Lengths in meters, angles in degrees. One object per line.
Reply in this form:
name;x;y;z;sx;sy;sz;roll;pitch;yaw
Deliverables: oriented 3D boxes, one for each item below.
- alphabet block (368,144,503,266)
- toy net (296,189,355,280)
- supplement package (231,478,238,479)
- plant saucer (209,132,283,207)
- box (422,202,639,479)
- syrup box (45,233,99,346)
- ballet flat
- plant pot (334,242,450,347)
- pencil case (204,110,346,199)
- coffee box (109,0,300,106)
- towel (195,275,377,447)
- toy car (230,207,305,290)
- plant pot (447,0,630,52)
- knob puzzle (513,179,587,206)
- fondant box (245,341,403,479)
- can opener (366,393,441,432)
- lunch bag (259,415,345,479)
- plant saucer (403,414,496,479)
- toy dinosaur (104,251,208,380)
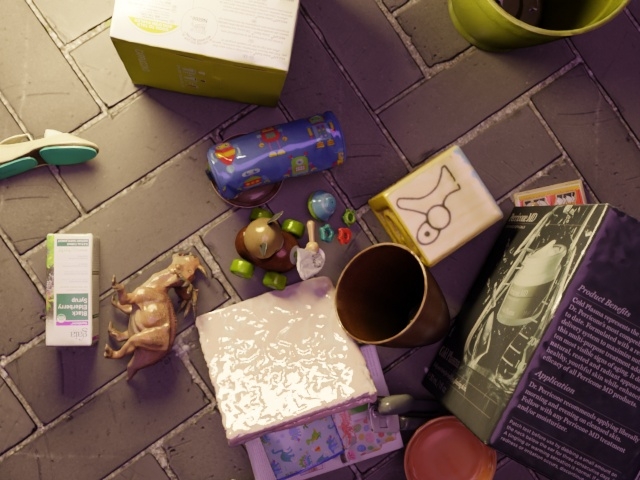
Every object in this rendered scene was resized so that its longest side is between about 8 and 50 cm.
alphabet block;0.247;-0.069;1.668;0.197;0.193;0.192;-33;90;-7
toy net;0.000;0.000;1.672;0.122;0.045;0.232;44;54;-30
supplement package;-0.087;0.616;1.627;0.244;0.139;0.133;14;85;-5
plant saucer;-0.165;-0.156;1.705;0.169;0.029;0.168;0;87;-8
box;0.481;0.197;1.524;0.298;0.480;0.471;29;88;-6
syrup box;-0.526;0.106;1.618;0.093;0.096;0.236;0;87;-7
ballet flat;-0.605;-0.199;1.635;0.249;0.086;0.086;-12;89;-6
plant pot;0.183;0.144;1.628;0.230;0.215;0.215;32;82;-49
pencil case;-0.096;-0.178;1.640;0.306;0.119;0.133;-18;131;-8
coffee box;-0.217;-0.488;1.557;0.339;0.337;0.334;9;87;-7
towel;-0.079;0.244;1.592;0.317;0.053;0.331;-18;48;-5
toy car;-0.104;0.003;1.612;0.149;0.188;0.155;20;74;-5
plant pot;0.434;-0.568;1.629;0.367;0.353;0.366;0;88;-6
knob puzzle;0.555;-0.033;1.784;0.213;0.030;0.213;0;88;-7
fondant box;-0.011;0.379;1.668;0.331;0.096;0.238;-16;90;-6
can opener;0.194;0.367;1.609;0.095;0.283;0.075;-15;70;36
lunch bag;-0.041;0.403;1.568;0.151;0.096;0.128;-22;90;3
plant saucer;0.275;0.468;1.628;0.200;0.037;0.199;0;95;-4
toy dinosaur;-0.350;0.170;1.628;0.201;0.127;0.295;6;93;-13
